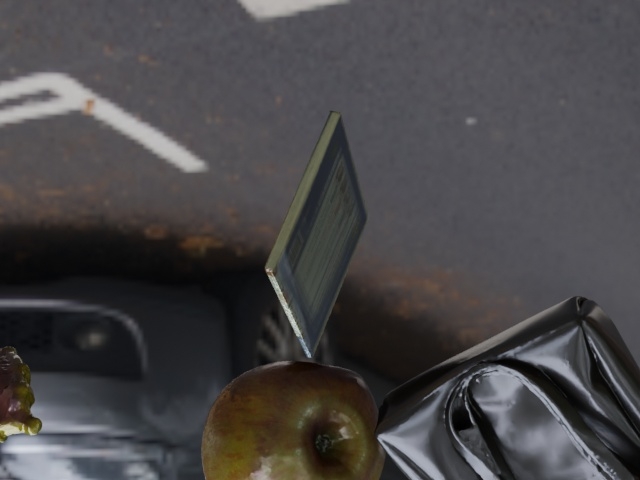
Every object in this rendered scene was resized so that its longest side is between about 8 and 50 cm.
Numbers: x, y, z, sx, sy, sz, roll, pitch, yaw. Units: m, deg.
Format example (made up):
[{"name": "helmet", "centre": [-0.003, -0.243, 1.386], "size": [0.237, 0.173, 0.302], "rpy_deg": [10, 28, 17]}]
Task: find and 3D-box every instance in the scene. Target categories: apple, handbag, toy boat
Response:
[{"name": "apple", "centre": [-0.033, 0.243, 1.809], "size": [0.211, 0.211, 0.188], "rpy_deg": [7, 162, -28]}, {"name": "handbag", "centre": [0.233, 0.221, 1.690], "size": [0.285, 0.257, 0.113], "rpy_deg": [-31, -166, 21]}, {"name": "toy boat", "centre": [-0.336, 0.153, 1.375], "size": [0.099, 0.141, 0.318], "rpy_deg": [42, 150, -15]}]

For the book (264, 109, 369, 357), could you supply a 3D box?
[{"name": "book", "centre": [0.000, 0.000, 1.996], "size": [0.018, 0.228, 0.322], "rpy_deg": [17, 160, 15]}]
